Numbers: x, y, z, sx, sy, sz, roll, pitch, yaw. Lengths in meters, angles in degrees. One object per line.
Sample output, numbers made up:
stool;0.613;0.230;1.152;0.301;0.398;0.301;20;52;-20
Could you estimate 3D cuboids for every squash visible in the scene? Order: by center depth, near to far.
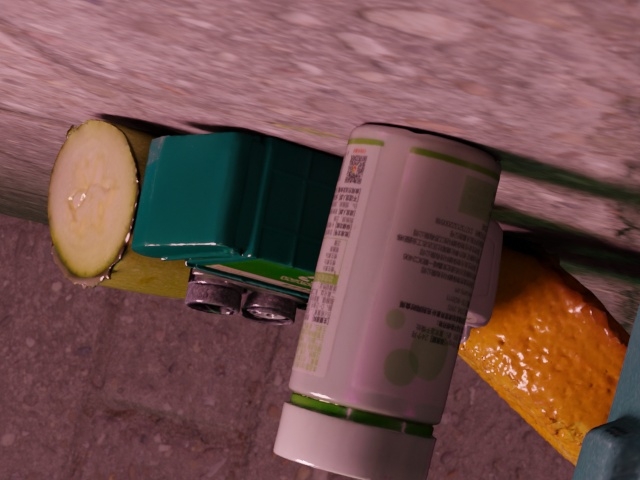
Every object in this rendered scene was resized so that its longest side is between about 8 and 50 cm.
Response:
squash;-0.095;-0.013;1.187;0.187;0.123;0.123;13;177;-39

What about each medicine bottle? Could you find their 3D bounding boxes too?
medicine bottle;0.036;0.035;0.884;0.086;0.183;0.086;14;177;1

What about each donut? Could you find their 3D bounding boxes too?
donut;0.190;0.091;1.263;0.253;0.118;0.253;43;-179;-1

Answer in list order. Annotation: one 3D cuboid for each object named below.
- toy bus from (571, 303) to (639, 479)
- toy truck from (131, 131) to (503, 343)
toy bus;0.179;0.089;0.639;0.147;0.256;0.128;17;176;-2
toy truck;0.000;0.000;1.101;0.253;0.114;0.124;15;165;-21
